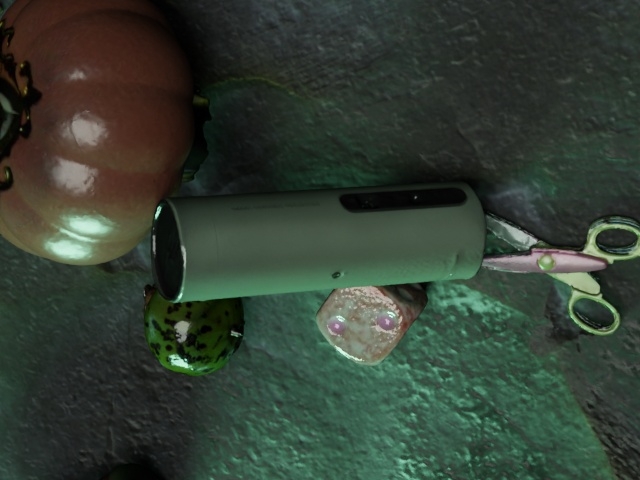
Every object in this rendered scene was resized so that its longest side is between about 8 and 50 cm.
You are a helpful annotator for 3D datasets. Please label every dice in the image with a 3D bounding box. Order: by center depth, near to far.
[{"bbox_3d":[0.055,0.075,1.743,0.091,0.093,0.094,37,113,2],"label":"dice"}]

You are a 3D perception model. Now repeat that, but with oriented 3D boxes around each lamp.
[{"bbox_3d":[-0.237,-0.124,1.686,0.305,0.240,0.305,-5,84,57],"label":"lamp"}]

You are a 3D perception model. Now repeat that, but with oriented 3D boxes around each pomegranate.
[{"bbox_3d":[-0.154,0.087,1.802,0.161,0.122,0.122,19,113,41],"label":"pomegranate"}]

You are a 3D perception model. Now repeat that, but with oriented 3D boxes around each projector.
[{"bbox_3d":[0.000,0.000,1.635,0.338,0.108,0.108,-4,109,-22],"label":"projector"}]

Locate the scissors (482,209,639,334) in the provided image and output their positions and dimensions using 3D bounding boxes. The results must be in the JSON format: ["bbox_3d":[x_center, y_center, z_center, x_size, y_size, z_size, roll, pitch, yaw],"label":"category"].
[{"bbox_3d":[0.245,0.020,1.714,0.187,0.020,0.133,16,106,8],"label":"scissors"}]

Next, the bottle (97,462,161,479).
[{"bbox_3d":[-0.304,0.370,1.910,0.271,0.143,0.156,-27,137,18],"label":"bottle"}]

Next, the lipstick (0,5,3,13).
[{"bbox_3d":[-0.395,-0.286,1.799,0.094,0.019,0.019,43,112,0],"label":"lipstick"}]
